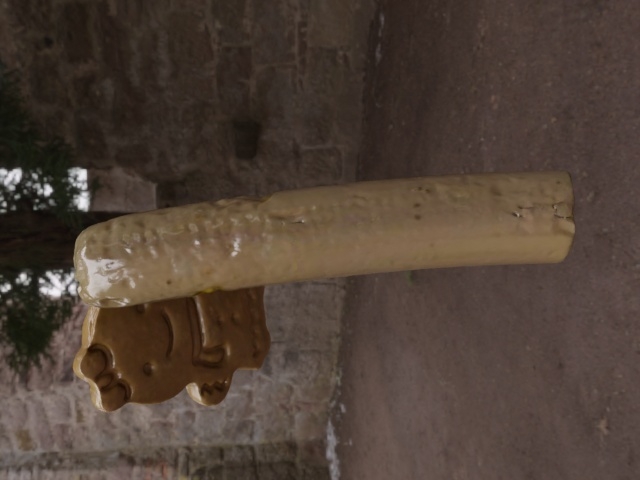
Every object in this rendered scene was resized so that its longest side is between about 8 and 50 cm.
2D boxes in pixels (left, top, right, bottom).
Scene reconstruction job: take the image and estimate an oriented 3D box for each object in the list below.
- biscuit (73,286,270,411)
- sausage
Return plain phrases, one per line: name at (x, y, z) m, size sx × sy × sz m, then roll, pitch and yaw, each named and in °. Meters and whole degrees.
biscuit at (-0.108, 0.067, 0.497) m, size 0.027 × 0.184 × 0.133 m, roll -7°, pitch 76°, yaw 39°
sausage at (0.000, -0.002, 0.377) m, size 0.066 × 0.302 × 0.065 m, roll 175°, pitch 90°, yaw -89°
